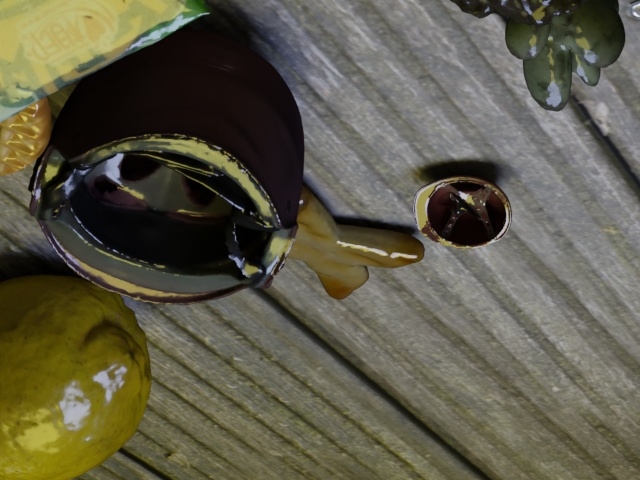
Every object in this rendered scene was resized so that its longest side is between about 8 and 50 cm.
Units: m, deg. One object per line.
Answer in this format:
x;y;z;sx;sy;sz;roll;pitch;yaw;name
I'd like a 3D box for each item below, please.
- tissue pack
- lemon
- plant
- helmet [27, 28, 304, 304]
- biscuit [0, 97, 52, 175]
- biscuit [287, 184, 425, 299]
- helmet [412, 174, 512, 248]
-0.254;-0.270;1.411;0.228;0.128;0.311;-25;122;19;tissue pack
-0.368;0.179;2.259;0.316;0.285;0.285;-31;145;7;lemon
0.192;-0.224;1.564;0.149;0.146;0.274;40;172;31;plant
-0.145;-0.085;1.813;0.271;0.197;0.338;16;155;-7;helmet
-0.381;-0.140;1.742;0.309;0.040;0.205;17;148;28;biscuit
-0.001;0.000;2.116;0.208;0.047;0.164;24;147;-34;biscuit
0.163;-0.042;2.010;0.111;0.057;0.089;3;117;13;helmet
